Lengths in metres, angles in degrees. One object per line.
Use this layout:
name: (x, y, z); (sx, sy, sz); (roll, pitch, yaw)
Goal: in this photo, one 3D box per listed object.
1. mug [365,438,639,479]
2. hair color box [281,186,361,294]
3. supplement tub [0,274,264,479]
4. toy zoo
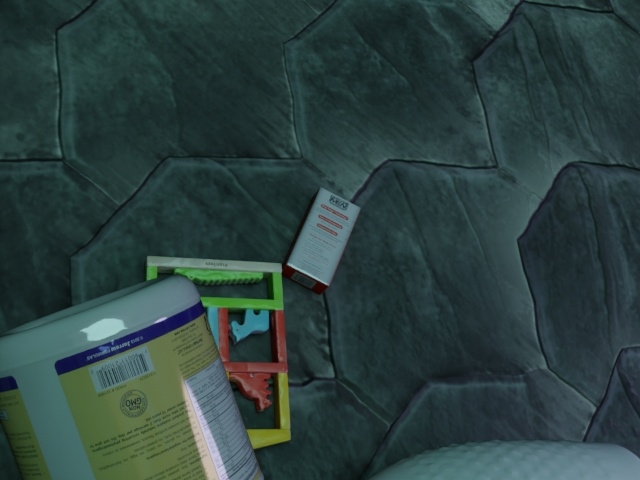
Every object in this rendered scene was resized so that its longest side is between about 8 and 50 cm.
mug: (0.203, 0.426, 1.002); (0.328, 0.276, 0.374); (5, 97, -12)
hair color box: (0.000, 0.000, 1.218); (0.072, 0.043, 0.141); (28, 62, -7)
supplement tub: (-0.199, 0.225, 0.902); (0.241, 0.241, 0.331); (-20, 94, -26)
toy zoo: (-0.138, 0.166, 1.102); (0.192, 0.030, 0.293); (3, 67, -19)
